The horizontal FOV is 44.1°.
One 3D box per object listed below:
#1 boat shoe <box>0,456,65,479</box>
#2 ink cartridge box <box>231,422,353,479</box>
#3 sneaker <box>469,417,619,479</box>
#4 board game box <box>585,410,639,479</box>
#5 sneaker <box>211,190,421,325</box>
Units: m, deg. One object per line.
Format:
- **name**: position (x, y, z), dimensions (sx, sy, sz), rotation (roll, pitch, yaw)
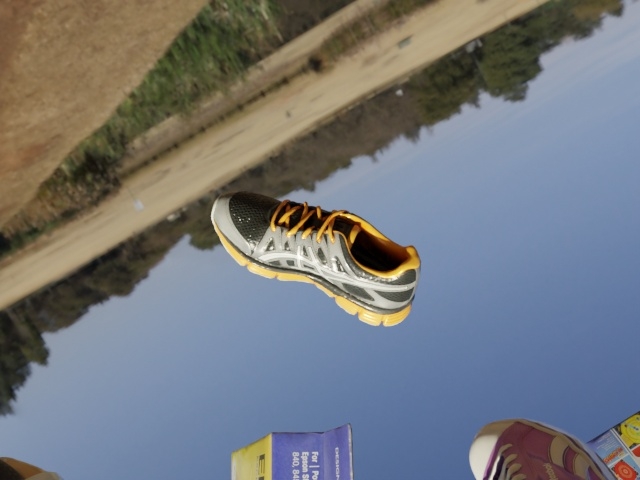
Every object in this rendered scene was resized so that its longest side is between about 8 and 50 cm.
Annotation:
- **boat shoe**: position (-0.390, 0.320, 0.530), dimensions (0.500, 0.156, 0.187), rotation (-43, 153, -43)
- **ink cartridge box**: position (-0.038, 0.352, 0.792), dimensions (0.072, 0.303, 0.307), rotation (4, 159, -13)
- **sneaker**: position (0.171, 0.222, 0.665), dimensions (0.161, 0.102, 0.282), rotation (11, -173, -22)
- **board game box**: position (0.404, 0.245, 0.880), dimensions (0.201, 0.136, 0.035), rotation (-21, 151, -23)
- **sneaker**: position (0.000, 0.000, 0.752), dimensions (0.083, 0.215, 0.084), rotation (114, -1, -49)
